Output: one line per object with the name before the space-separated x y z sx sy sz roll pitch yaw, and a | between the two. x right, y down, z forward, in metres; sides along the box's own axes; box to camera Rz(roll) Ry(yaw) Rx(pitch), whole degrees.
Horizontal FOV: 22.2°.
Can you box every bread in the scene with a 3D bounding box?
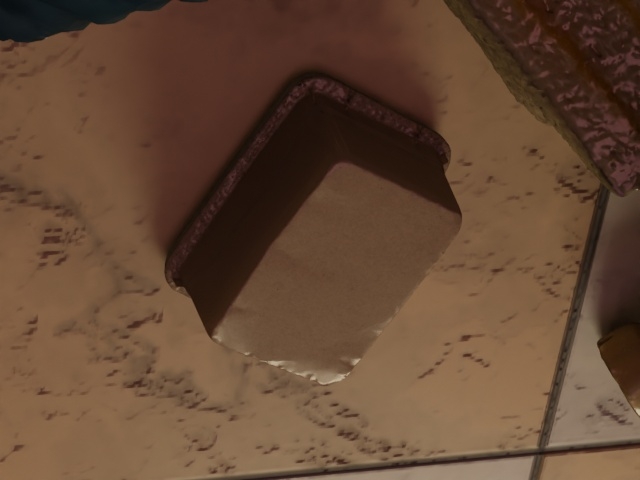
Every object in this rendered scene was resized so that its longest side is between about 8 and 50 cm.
bread | 0.088 -0.106 0.631 0.077 0.105 0.152 -42 127 4

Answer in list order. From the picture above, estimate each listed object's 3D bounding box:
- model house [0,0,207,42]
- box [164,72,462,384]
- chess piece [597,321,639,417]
model house | -0.069 -0.249 0.332 0.335 0.342 0.382 26 113 -29
box | 0.000 0.000 0.703 0.089 0.062 0.122 24 113 -30
chess piece | 0.200 0.041 0.799 0.122 0.066 0.066 -33 127 12
